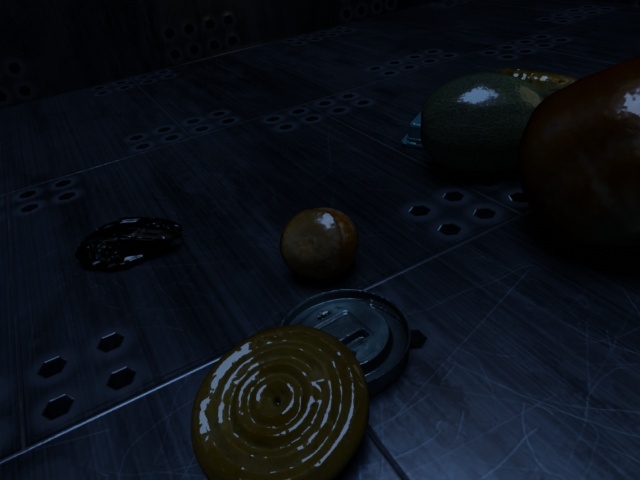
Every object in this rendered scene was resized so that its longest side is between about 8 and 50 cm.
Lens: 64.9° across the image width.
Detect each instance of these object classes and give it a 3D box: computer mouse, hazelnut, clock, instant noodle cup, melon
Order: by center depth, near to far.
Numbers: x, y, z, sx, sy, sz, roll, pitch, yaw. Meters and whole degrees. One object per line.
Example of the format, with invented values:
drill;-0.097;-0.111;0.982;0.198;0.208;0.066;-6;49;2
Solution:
clock;0.037;0.162;0.809;0.215;0.041;0.215;-6;34;4
hazelnut;0.558;-0.156;0.924;0.366;0.365;0.365;-5;34;4
hazelnut;0.000;0.000;0.975;0.151;0.150;0.150;-5;34;4
computer mouse;-0.430;-0.006;1.121;0.242;0.077;0.146;-14;36;-9
melon;0.396;-0.283;1.214;0.302;0.237;0.237;-1;35;7
instant noodle cup;0.335;-0.318;1.430;0.179;0.070;0.157;15;42;28

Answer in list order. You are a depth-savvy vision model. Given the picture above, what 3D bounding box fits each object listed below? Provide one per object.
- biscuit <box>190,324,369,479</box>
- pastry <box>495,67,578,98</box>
biscuit;-0.061;0.224;0.694;0.262;0.037;0.261;-11;45;11
pastry;0.614;-0.431;1.465;0.236;0.120;0.257;6;19;-6
